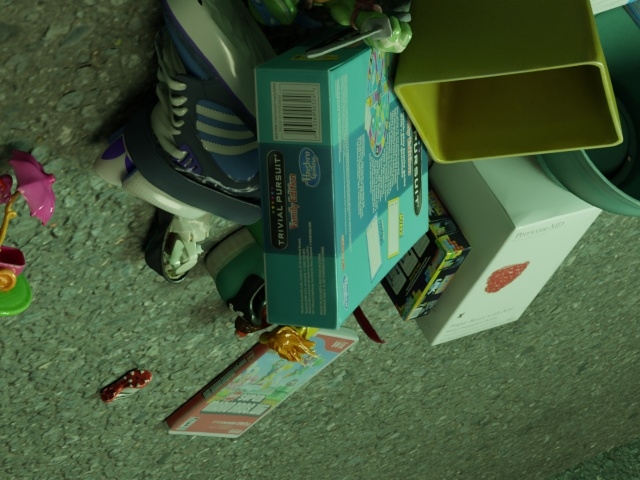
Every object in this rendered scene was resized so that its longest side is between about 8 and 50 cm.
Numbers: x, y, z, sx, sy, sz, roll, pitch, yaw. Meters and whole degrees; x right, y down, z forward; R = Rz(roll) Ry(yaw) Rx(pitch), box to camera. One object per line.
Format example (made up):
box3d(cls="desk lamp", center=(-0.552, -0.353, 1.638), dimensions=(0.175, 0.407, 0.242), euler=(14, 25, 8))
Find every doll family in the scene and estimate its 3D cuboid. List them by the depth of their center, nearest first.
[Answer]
box3d(cls="doll family", center=(-0.003, 0.087, 2.131), dimensions=(0.263, 0.118, 0.163), euler=(-42, 172, 18))

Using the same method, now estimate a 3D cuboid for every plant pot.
box3d(cls="plant pot", center=(0.203, -0.217, 1.649), dimensions=(0.212, 0.187, 0.212), euler=(-6, 159, 15))
box3d(cls="plant pot", center=(0.399, -0.161, 2.027), dimensions=(0.293, 0.293, 0.196), euler=(-20, 177, -24))

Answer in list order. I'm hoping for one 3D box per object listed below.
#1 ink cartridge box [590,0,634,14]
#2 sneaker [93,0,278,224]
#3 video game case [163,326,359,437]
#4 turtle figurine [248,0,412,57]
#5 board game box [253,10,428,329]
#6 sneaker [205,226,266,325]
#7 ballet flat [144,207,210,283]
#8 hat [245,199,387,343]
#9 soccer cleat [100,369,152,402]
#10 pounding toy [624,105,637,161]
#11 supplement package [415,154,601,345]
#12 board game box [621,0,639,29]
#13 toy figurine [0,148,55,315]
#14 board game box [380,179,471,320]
box3d(cls="ink cartridge box", center=(0.325, -0.338, 1.748), dimensions=(0.139, 0.082, 0.190), euler=(-16, 159, 19))
box3d(cls="sneaker", center=(-0.152, -0.129, 1.587), dimensions=(0.236, 0.130, 0.323), euler=(-24, 145, 13))
box3d(cls="video game case", center=(-0.093, 0.225, 2.454), dimensions=(0.285, 0.025, 0.204), euler=(-40, 154, 19))
box3d(cls="turtle figurine", center=(0.048, -0.288, 1.432), dimensions=(0.266, 0.198, 0.275), euler=(-35, 159, 0))
box3d(cls="board game box", center=(0.031, -0.085, 1.579), dimensions=(0.079, 0.254, 0.336), euler=(4, -162, 18))
box3d(cls="sneaker", center=(0.000, 0.000, 2.014), dimensions=(0.302, 0.121, 0.108), euler=(-35, 156, 7))
box3d(cls="ballet flat", center=(-0.164, -0.015, 1.859), dimensions=(0.074, 0.074, 0.203), euler=(-16, 152, -30))
box3d(cls="hat", center=(-0.026, 0.017, 1.836), dimensions=(0.173, 0.183, 0.208), euler=(-11, -161, 3))
box3d(cls="soccer cleat", center=(-0.279, 0.211, 2.210), dimensions=(0.083, 0.029, 0.035), euler=(-30, 165, 4))
box3d(cls="pounding toy", center=(0.473, -0.140, 2.254), dimensions=(0.154, 0.155, 0.269), euler=(-13, 150, -27))
box3d(cls="supplement package", center=(0.239, -0.013, 2.199), dimensions=(0.177, 0.175, 0.293), euler=(-14, 150, -32))
box3d(cls="board game box", center=(0.459, -0.340, 1.851), dimensions=(0.211, 0.160, 0.039), euler=(-34, 157, 7))
box3d(cls="toy figurine", center=(-0.352, -0.027, 1.608), dimensions=(0.173, 0.130, 0.159), euler=(18, 116, -29))
box3d(cls="board game box", center=(0.131, 0.009, 2.159), dimensions=(0.048, 0.141, 0.170), euler=(-13, 151, -30))
